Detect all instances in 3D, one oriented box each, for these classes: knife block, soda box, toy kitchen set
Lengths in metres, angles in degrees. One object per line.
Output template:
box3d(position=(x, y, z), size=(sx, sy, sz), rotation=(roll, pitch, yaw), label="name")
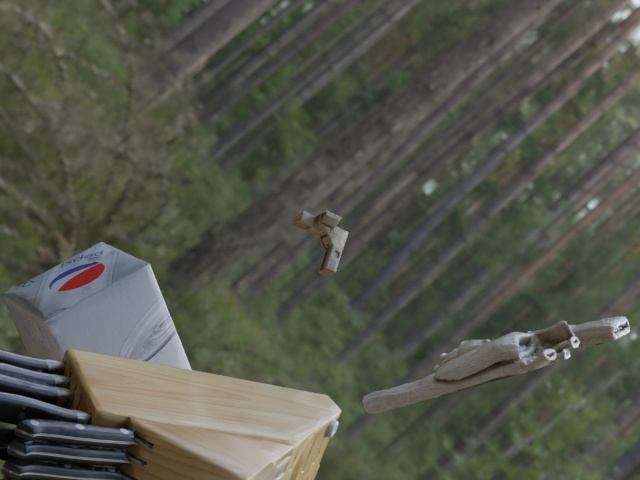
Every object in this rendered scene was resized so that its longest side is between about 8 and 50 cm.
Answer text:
box3d(position=(-0.141, 0.129, 0.979), size=(0.242, 0.088, 0.276), rotation=(26, 15, 15), label="knife block")
box3d(position=(-0.148, 0.150, 1.160), size=(0.091, 0.098, 0.286), rotation=(20, -46, 55), label="soda box")
box3d(position=(0.000, 0.000, 2.260), size=(0.083, 0.075, 0.068), rotation=(26, -23, -19), label="toy kitchen set")

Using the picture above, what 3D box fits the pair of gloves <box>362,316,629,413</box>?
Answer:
box3d(position=(0.169, 0.109, 1.374), size=(0.240, 0.204, 0.042), rotation=(-10, 82, -58), label="pair of gloves")
